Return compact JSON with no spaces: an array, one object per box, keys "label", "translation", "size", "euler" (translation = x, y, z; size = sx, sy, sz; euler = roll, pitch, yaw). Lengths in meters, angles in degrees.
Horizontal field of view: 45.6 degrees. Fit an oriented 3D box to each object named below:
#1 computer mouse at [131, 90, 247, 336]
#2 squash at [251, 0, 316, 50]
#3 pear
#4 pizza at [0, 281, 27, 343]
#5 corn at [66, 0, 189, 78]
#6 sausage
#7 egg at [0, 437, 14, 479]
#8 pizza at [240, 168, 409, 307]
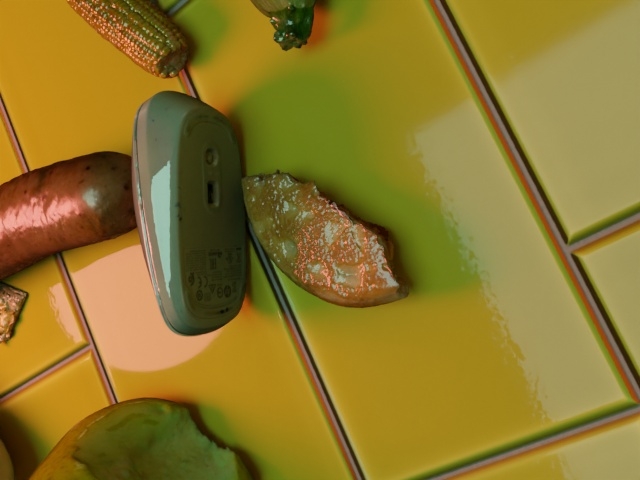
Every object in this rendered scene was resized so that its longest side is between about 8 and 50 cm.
[{"label":"computer mouse","translation":[-0.164,-0.033,0.904],"size":[0.097,0.159,0.288],"euler":[-1,92,25]},{"label":"squash","translation":[-0.072,-0.412,0.861],"size":[0.107,0.107,0.394],"euler":[-12,88,30]},{"label":"pear","translation":[-0.252,0.324,0.911],"size":[0.287,0.282,0.176],"euler":[34,117,24]},{"label":"pizza","translation":[-0.500,0.097,1.188],"size":[0.109,0.026,0.122],"euler":[-26,79,27]},{"label":"corn","translation":[-0.259,-0.294,0.993],"size":[0.238,0.080,0.080],"euler":[42,112,23]},{"label":"sausage","translation":[-0.432,-0.014,1.083],"size":[0.501,0.123,0.136],"euler":[-19,70,29]},{"label":"egg","translation":[-0.629,0.338,1.160],"size":[0.371,0.230,0.229],"euler":[15,101,24]},{"label":"pizza","translation":[0.002,-0.001,0.869],"size":[0.246,0.058,0.127],"euler":[24,106,29]}]
